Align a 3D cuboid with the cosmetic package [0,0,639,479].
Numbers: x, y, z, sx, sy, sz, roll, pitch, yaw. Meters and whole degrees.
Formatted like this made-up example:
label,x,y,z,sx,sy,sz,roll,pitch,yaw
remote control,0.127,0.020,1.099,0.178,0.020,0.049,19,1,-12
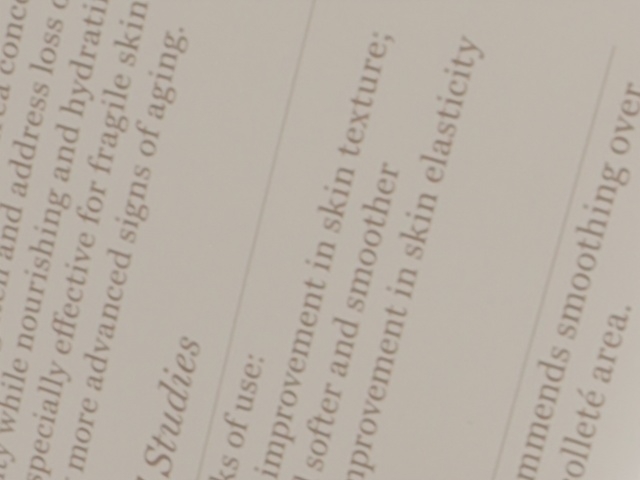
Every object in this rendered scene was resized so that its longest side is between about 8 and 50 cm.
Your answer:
label,x,y,z,sx,sy,sz,roll,pitch,yaw
cosmetic package,0.000,0.000,0.874,0.394,0.327,0.329,18,-77,16
